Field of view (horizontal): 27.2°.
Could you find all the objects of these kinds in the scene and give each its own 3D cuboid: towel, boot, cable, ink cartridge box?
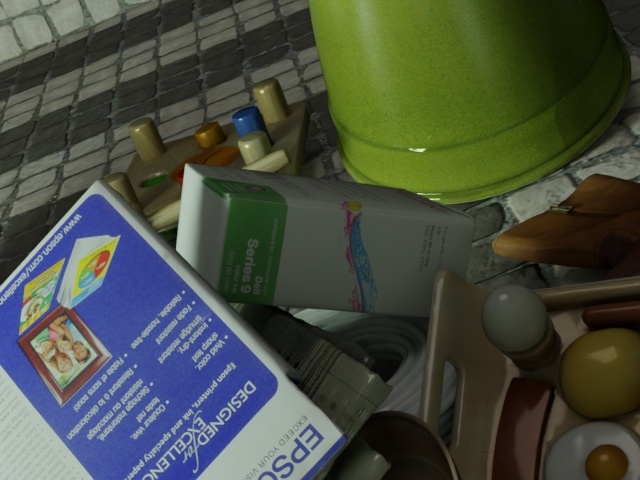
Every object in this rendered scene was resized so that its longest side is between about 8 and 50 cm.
[{"bbox_3d":[-0.091,0.196,1.011,0.324,0.056,0.312,-57,28,-3],"label":"towel"},{"bbox_3d":[0.248,0.010,1.178,0.264,0.096,0.280,-35,25,-23],"label":"boot"},{"bbox_3d":[0.034,0.136,1.112,0.257,0.089,0.257,-14,25,19],"label":"cable"},{"bbox_3d":[-0.166,0.158,0.955,0.303,0.072,0.307,-47,61,0],"label":"ink cartridge box"},{"bbox_3d":[0.000,0.000,1.098,0.212,0.093,0.154,4,10,-20],"label":"ink cartridge box"}]

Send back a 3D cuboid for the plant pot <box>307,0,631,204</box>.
[{"bbox_3d":[0.132,-0.292,1.490,0.366,0.353,0.366,-15,40,13],"label":"plant pot"}]

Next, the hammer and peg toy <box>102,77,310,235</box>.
[{"bbox_3d":[-0.137,-0.065,1.637,0.266,0.127,0.361,-16,25,11],"label":"hammer and peg toy"}]

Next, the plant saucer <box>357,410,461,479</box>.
[{"bbox_3d":[0.040,0.217,0.908,0.198,0.036,0.199,-36,41,40],"label":"plant saucer"}]

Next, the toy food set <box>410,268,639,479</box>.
[{"bbox_3d":[0.215,0.099,0.917,0.306,0.092,0.220,-9,54,29],"label":"toy food set"}]
